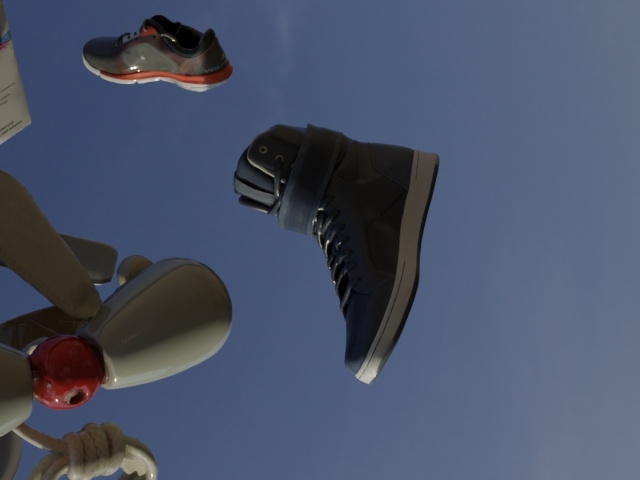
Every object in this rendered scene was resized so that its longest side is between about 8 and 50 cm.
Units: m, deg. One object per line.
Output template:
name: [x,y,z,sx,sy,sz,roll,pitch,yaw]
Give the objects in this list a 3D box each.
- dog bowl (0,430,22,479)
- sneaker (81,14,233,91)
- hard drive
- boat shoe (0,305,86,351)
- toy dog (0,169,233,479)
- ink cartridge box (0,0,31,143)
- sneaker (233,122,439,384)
dog bowl: [-0.417,0.182,0.933,0.265,0.104,0.265,32,-158,-15]
sneaker: [-0.154,-0.184,0.948,0.061,0.158,0.065,-61,-29,-42]
hard drive: [-0.404,-0.012,1.122,0.233,0.353,0.047,14,-94,-37]
boat shoe: [-0.445,0.183,1.317,0.121,0.341,0.110,-102,-1,-48]
toy dog: [-0.234,0.065,0.612,0.334,0.220,0.161,3,-146,-48]
ink cartridge box: [-0.524,-0.274,1.371,0.117,0.201,0.278,-48,-34,-43]
sneaker: [0.000,0.001,0.822,0.163,0.086,0.226,17,-129,-4]
